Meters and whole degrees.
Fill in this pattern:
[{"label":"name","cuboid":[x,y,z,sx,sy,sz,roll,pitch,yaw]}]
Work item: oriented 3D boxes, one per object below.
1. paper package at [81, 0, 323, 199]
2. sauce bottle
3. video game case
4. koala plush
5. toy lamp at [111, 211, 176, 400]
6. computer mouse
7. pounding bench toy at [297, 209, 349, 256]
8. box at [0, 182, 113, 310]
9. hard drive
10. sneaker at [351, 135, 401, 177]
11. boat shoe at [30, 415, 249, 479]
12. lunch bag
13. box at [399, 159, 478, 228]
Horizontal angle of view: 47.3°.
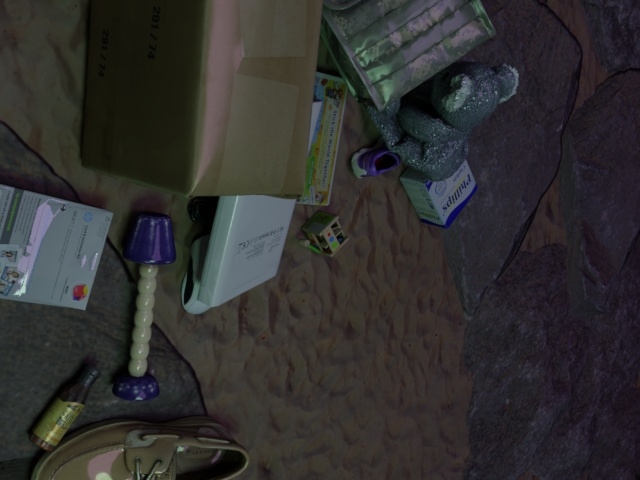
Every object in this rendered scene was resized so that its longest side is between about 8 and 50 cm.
[{"label":"paper package","cuboid":[-0.155,-0.229,0.910,0.168,0.309,0.324,-4,104,-41]},{"label":"sauce bottle","cuboid":[-0.361,0.236,1.042,0.042,0.042,0.128,45,72,-42]},{"label":"video game case","cuboid":[-0.048,-0.176,1.229,0.206,0.026,0.226,2,100,-44]},{"label":"koala plush","cuboid":[0.234,-0.235,1.296,0.196,0.221,0.203,-16,76,-42]},{"label":"toy lamp","cuboid":[-0.258,0.096,1.073,0.080,0.080,0.274,-2,102,-43]},{"label":"computer mouse","cuboid":[-0.171,0.028,1.160,0.106,0.042,0.193,3,100,-45]},{"label":"pounding bench toy","cuboid":[0.000,0.000,1.307,0.083,0.052,0.065,-45,129,-24]},{"label":"box","cuboid":[-0.380,0.008,0.959,0.186,0.038,0.145,15,92,-44]},{"label":"hard drive","cuboid":[-0.091,-0.066,1.119,0.203,0.040,0.307,-26,135,-62]},{"label":"sneaker","cuboid":[0.136,-0.160,1.376,0.170,0.071,0.068,-37,125,-31]},{"label":"boat shoe","cuboid":[-0.263,0.342,1.119,0.341,0.110,0.121,-2,103,-44]},{"label":"lunch bag","cuboid":[0.103,-0.393,1.164,0.235,0.169,0.287,-33,111,-1]},{"label":"box","cuboid":[0.243,-0.117,1.490,0.126,0.072,0.137,-50,131,-20]}]
